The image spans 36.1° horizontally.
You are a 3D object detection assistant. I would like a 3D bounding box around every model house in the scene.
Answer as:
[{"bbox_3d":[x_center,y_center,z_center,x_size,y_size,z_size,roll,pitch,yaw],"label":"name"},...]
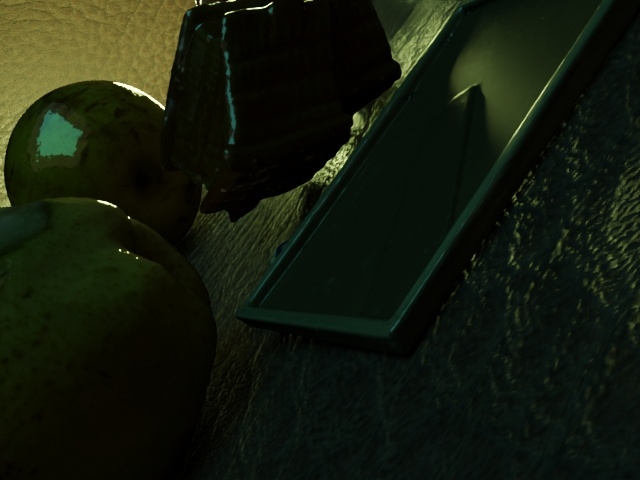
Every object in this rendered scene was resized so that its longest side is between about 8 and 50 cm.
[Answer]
[{"bbox_3d":[-0.037,-0.135,0.964,0.229,0.200,0.219,-133,42,-52],"label":"model house"}]

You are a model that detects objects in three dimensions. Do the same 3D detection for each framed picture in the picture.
[{"bbox_3d":[0.080,-0.068,0.650,0.324,0.020,0.240,-55,20,-17],"label":"framed picture"}]

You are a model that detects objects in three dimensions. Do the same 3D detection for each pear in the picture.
[{"bbox_3d":[-0.297,-0.087,1.367,0.281,0.281,0.280,-46,15,16],"label":"pear"},{"bbox_3d":[-0.202,0.096,0.731,0.271,0.271,0.271,-46,15,16],"label":"pear"}]

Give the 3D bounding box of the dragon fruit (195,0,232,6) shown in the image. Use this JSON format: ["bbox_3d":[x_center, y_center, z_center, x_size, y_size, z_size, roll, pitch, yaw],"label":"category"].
[{"bbox_3d":[-0.073,-0.517,1.860,0.371,0.249,0.386,-29,24,16],"label":"dragon fruit"}]

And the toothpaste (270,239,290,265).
[{"bbox_3d":[0.000,0.000,0.755,0.140,0.021,0.037,-24,33,51],"label":"toothpaste"}]
